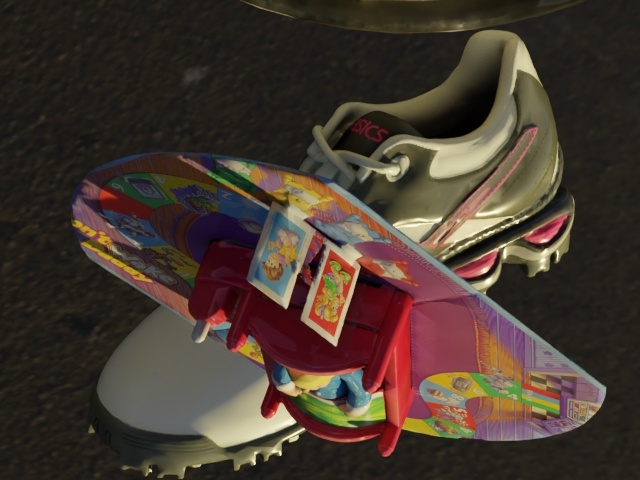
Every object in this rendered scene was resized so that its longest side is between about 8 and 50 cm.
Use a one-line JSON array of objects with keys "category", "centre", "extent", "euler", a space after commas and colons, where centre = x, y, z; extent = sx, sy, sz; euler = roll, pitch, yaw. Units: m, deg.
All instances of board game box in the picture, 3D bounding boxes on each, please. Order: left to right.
[{"category": "board game box", "centre": [-0.004, 0.035, 0.451], "extent": [0.169, 0.133, 0.033], "euler": [36, 62, -28]}]

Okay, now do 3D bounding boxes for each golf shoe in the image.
[{"category": "golf shoe", "centre": [0.000, 0.000, 0.703], "extent": [0.273, 0.105, 0.120], "euler": [-34, 135, -25]}]

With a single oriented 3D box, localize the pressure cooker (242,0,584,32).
[{"category": "pressure cooker", "centre": [0.046, -0.284, 0.590], "extent": [0.420, 0.376, 0.370], "euler": [-74, 168, -61]}]
